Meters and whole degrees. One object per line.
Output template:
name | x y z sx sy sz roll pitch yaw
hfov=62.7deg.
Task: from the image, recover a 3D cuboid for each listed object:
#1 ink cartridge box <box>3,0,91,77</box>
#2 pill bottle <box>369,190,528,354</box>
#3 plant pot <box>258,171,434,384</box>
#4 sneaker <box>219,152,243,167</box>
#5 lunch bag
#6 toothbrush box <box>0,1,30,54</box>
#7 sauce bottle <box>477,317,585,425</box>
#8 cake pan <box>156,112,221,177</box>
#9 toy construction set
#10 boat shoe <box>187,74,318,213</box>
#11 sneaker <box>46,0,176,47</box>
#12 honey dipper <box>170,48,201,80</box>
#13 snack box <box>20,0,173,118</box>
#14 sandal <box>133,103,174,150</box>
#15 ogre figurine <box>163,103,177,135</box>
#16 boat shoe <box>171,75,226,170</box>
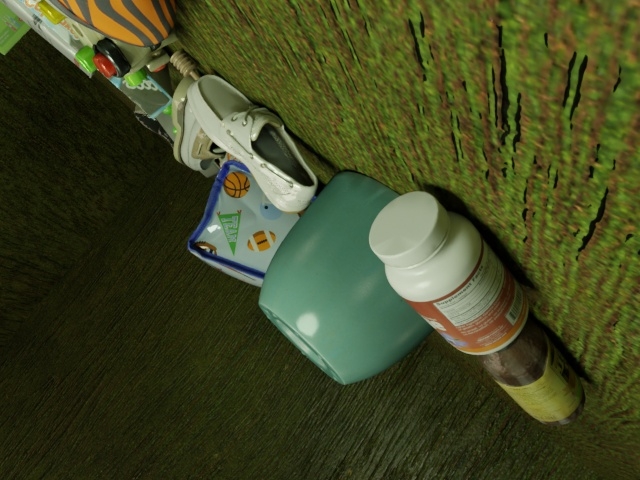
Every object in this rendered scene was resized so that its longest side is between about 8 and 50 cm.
ink cartridge box | -0.544 -0.479 1.051 0.289 0.122 0.211 42 174 -27
pill bottle | 0.156 0.041 0.643 0.216 0.121 0.121 43 174 -33
plant pot | 0.046 0.078 0.831 0.293 0.235 0.293 41 166 13
sneaker | -0.196 -0.180 1.465 0.215 0.084 0.083 45 -167 -1
lunch bag | -0.061 0.002 1.136 0.385 0.239 0.328 23 175 -7
toothbrush box | -0.771 -0.597 1.163 0.122 0.206 0.283 36 175 35
sauce bottle | 0.317 0.186 0.828 0.344 0.111 0.111 43 174 -38
cake pan | -0.379 -0.295 1.491 0.293 0.054 0.293 53 179 1
toy construction set | -0.308 -0.313 0.661 0.215 0.151 0.327 26 170 39
boat shoe | -0.100 -0.172 0.840 0.277 0.098 0.096 47 149 1
sneaker | -0.210 -0.276 0.456 0.180 0.125 0.321 37 174 33
honey dipper | -0.191 -0.256 0.900 0.161 0.030 0.030 47 174 -5
snack box | -0.393 -0.374 0.906 0.322 0.060 0.187 44 -165 -40
sandal | -0.459 -0.360 1.696 0.303 0.120 0.086 44 -159 -29
ogre figurine | -0.304 -0.284 1.223 0.197 0.096 0.118 52 -176 -12
boat shoe | -0.225 -0.208 1.054 0.103 0.113 0.302 28 164 -1
